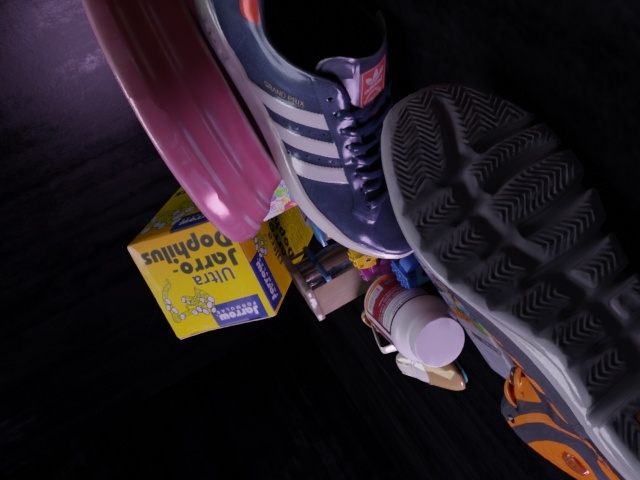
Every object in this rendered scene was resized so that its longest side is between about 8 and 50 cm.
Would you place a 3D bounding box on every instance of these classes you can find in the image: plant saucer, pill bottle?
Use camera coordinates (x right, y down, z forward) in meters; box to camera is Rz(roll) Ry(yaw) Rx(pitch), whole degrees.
[{"bbox_3d":[-0.133,-0.159,0.787,0.332,0.084,0.332,62,-177,-6],"label":"plant saucer"},{"bbox_3d":[0.119,0.100,0.924,0.086,0.086,0.152,65,172,-21],"label":"pill bottle"}]

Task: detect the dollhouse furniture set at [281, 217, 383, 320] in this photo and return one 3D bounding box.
[{"bbox_3d":[0.000,0.000,1.167,0.129,0.129,0.184,49,166,56],"label":"dollhouse furniture set"}]

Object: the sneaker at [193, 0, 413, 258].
[{"bbox_3d":[0.025,-0.123,0.678,0.148,0.131,0.350,-4,130,52],"label":"sneaker"}]

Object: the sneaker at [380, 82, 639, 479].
[{"bbox_3d":[0.140,0.053,0.499,0.321,0.124,0.180,59,170,21],"label":"sneaker"}]

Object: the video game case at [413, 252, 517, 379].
[{"bbox_3d":[0.158,0.079,0.757,0.166,0.015,0.119,55,178,-8],"label":"video game case"}]

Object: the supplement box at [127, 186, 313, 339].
[{"bbox_3d":[-0.155,-0.017,1.316,0.195,0.194,0.357,65,-158,-22],"label":"supplement box"}]

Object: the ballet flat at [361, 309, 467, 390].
[{"bbox_3d":[0.132,0.160,1.085,0.232,0.073,0.080,49,165,57],"label":"ballet flat"}]

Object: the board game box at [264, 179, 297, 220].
[{"bbox_3d":[-0.095,-0.189,1.088,0.275,0.142,0.144,56,170,38],"label":"board game box"}]

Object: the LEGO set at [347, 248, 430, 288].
[{"bbox_3d":[0.070,0.000,0.865,0.087,0.093,0.227,55,169,40],"label":"LEGO set"}]
